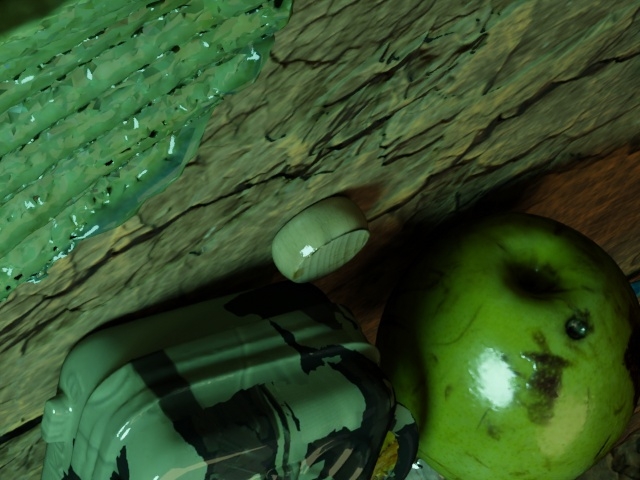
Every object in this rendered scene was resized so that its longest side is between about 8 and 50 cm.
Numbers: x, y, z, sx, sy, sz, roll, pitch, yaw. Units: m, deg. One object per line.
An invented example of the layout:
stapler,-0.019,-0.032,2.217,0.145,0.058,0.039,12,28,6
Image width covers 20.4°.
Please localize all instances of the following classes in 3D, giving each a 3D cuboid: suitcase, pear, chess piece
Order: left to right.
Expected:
suitcase,-0.078,0.199,1.514,0.339,0.194,0.351,-15,139,-32
chess piece,0.000,0.000,1.454,0.084,0.038,0.083,-30,164,-9
pear,0.184,0.102,1.685,0.283,0.283,0.283,-30,162,-11

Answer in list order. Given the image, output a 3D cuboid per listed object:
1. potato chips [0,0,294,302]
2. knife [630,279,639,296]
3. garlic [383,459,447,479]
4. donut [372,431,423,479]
potato chips,-0.192,-0.037,0.972,0.429,0.070,0.358,-34,164,-1
knife,0.343,0.083,2.289,0.296,0.026,0.044,-16,169,-37
garlic,0.151,0.294,2.385,0.147,0.102,0.159,-25,154,19
donut,0.153,0.174,2.052,0.259,0.101,0.152,-12,148,-36
